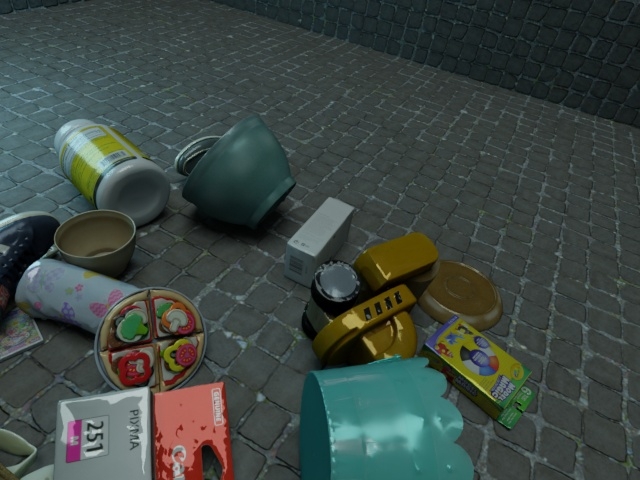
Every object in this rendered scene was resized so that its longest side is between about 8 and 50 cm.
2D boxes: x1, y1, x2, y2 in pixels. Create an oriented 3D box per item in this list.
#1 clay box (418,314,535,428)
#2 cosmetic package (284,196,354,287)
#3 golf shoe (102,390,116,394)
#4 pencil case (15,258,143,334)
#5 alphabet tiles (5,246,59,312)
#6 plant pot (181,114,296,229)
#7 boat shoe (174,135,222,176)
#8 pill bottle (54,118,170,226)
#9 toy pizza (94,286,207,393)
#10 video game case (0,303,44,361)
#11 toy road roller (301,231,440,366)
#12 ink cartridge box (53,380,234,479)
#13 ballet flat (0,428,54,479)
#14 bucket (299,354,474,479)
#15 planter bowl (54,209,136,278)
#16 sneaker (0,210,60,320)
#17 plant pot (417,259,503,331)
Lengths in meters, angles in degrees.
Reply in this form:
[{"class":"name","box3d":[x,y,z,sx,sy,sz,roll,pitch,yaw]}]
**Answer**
[{"class":"clay box","box3d":[0.335,0.268,0.902,0.127,0.053,0.222,-29,53,-36]},{"class":"cosmetic package","box3d":[0.000,0.000,1.096,0.085,0.118,0.231,25,44,16]},{"class":"golf shoe","box3d":[-0.322,0.311,0.716,0.176,0.069,0.086,28,38,18]},{"class":"pencil case","box3d":[-0.456,0.127,0.857,0.272,0.113,0.124,16,81,7]},{"class":"alphabet tiles","box3d":[-0.759,0.091,0.910,0.284,0.011,0.343,19,41,13]},{"class":"plant pot","box3d":[-0.189,-0.155,1.141,0.196,0.293,0.293,42,44,-3]},{"class":"boat shoe","box3d":[-0.291,-0.257,1.335,0.319,0.116,0.099,-23,46,-39]},{"class":"pill bottle","box3d":[-0.567,-0.192,1.148,0.187,0.188,0.333,-29,54,-36]},{"class":"toy pizza","box3d":[-0.302,0.186,0.789,0.201,0.032,0.202,7,78,-35]},{"class":"video game case","box3d":[-0.612,0.179,0.848,0.087,0.011,0.122,-26,52,-34]},{"class":"toy road roller","box3d":[0.131,0.156,0.889,0.329,0.203,0.241,-21,62,-25]},{"class":"ink cartridge box","box3d":[-0.245,0.354,0.617,0.238,0.060,0.276,-5,64,-16]},{"class":"ballet flat","box3d":[-0.460,0.352,0.616,0.342,0.116,0.124,22,18,24]},{"class":"bucket","box3d":[0.075,0.315,0.636,0.182,0.281,0.281,3,41,-11]},{"class":"planter bowl","box3d":[-0.499,0.021,0.976,0.161,0.109,0.162,6,42,-5]},{"class":"sneaker","box3d":[-0.635,0.081,0.839,0.148,0.131,0.350,22,51,19]},{"class":"plant pot","box3d":[0.348,0.126,1.085,0.236,0.033,0.237,6,41,-5]}]
